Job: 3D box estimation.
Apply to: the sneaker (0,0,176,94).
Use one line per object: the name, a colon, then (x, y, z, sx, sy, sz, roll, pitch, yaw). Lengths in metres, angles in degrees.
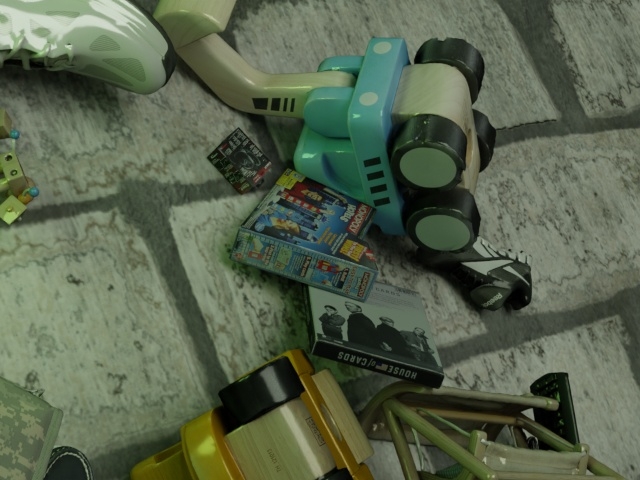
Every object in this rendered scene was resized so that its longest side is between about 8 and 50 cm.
sneaker: (-0.413, -0.227, 1.630, 0.447, 0.169, 0.257, 23, 61, -18)

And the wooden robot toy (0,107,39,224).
wooden robot toy: (-0.386, -0.073, 1.615, 0.076, 0.079, 0.173, -23, 60, -3)

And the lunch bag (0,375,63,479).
lunch bag: (-0.415, 0.240, 1.328, 0.235, 0.169, 0.287, 33, 54, -20)

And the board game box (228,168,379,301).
board game box: (0.000, 0.000, 1.830, 0.194, 0.060, 0.194, 26, 34, 7)

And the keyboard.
keyboard: (0.334, 0.357, 1.879, 0.033, 0.201, 0.317, 0, 68, -11)

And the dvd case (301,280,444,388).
dvd case: (0.066, 0.111, 1.777, 0.179, 0.030, 0.239, 16, 21, -11)

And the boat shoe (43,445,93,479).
boat shoe: (-0.292, 0.354, 1.416, 0.114, 0.091, 0.303, 25, 53, -28)

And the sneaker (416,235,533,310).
sneaker: (0.250, 0.054, 2.044, 0.234, 0.078, 0.106, 14, 55, -36)

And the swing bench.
swing bench: (0.222, 0.292, 1.763, 0.253, 0.165, 0.255, 10, 30, -35)

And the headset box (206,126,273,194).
headset box: (-0.111, -0.111, 1.872, 0.083, 0.032, 0.062, 47, 46, -9)

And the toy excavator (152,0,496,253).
toy excavator: (0.006, -0.188, 1.903, 0.433, 0.445, 0.222, 72, 25, -47)

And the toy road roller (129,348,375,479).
toy road roller: (-0.083, 0.273, 1.598, 0.202, 0.240, 0.329, 62, 8, 7)
